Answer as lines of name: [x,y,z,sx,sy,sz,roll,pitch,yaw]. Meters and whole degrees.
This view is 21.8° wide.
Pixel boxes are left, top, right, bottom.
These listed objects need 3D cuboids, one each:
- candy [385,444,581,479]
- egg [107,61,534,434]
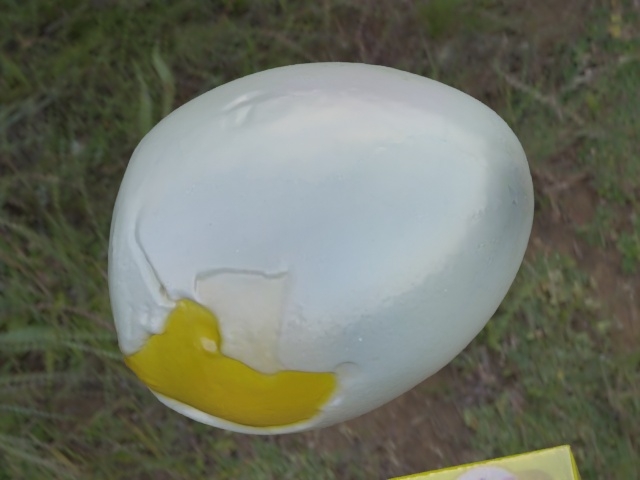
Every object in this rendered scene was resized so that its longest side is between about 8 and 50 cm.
candy: [0.145,0.266,1.250,0.146,0.276,0.088,-12,52,11]
egg: [0.000,0.000,1.307,0.345,0.283,0.283,-17,58,11]
